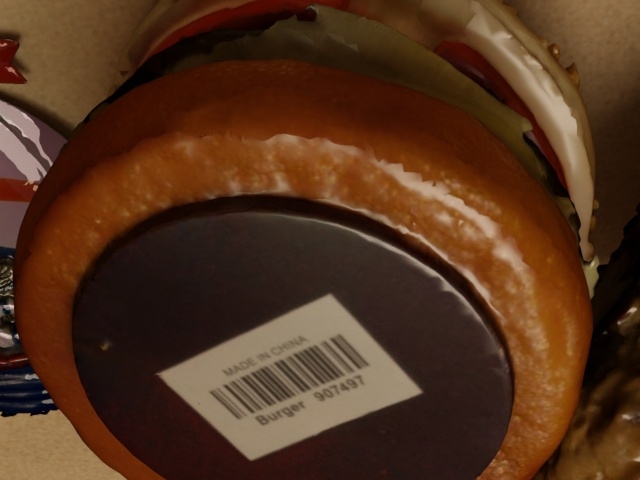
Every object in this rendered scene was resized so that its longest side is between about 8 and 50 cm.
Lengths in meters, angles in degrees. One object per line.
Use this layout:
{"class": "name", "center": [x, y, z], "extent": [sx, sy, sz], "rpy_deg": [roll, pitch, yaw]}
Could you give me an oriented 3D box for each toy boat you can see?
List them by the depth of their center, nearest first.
{"class": "toy boat", "center": [-0.197, 0.002, 0.849], "extent": [0.219, 0.072, 0.318], "rpy_deg": [13, 123, -14]}

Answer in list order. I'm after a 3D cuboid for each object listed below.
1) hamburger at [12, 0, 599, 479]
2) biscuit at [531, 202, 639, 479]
{"class": "hamburger", "center": [0.000, 0.000, 0.695], "extent": [0.330, 0.250, 0.330], "rpy_deg": [7, 132, 8]}
{"class": "biscuit", "center": [0.214, 0.039, 0.755], "extent": [0.081, 0.334, 0.289], "rpy_deg": [35, 152, 6]}
